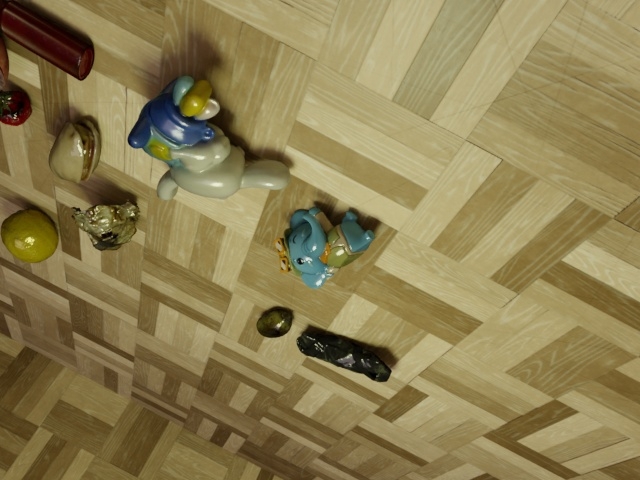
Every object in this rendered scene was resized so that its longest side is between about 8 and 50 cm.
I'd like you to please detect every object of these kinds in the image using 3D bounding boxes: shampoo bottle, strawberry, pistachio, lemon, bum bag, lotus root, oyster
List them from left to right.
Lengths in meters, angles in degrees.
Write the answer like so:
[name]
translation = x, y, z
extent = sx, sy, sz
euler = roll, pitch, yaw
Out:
[strawberry]
translation = -0.831, -0.357, 1.570
extent = 0.106, 0.106, 0.106
euler = 17, 142, 14
[lemon]
translation = -1.007, -0.015, 2.012
extent = 0.180, 0.181, 0.193
euler = 22, 164, 6
[shampoo bottle]
translation = -0.656, -0.476, 1.340
extent = 0.260, 0.064, 0.102
euler = 30, 143, -4
[pistachio]
translation = -0.668, -0.240, 1.581
extent = 0.223, 0.126, 0.152
euler = -34, 77, 49
[oyster]
translation = -0.675, -0.043, 1.799
extent = 0.197, 0.133, 0.337
euler = 11, 164, -22
[lotus root]
translation = -0.153, 0.278, 1.913
extent = 0.089, 0.081, 0.179
euler = 41, 140, -16
[bum bag]
translation = 0.071, 0.367, 1.874
extent = 0.340, 0.095, 0.144
euler = 17, 149, 23

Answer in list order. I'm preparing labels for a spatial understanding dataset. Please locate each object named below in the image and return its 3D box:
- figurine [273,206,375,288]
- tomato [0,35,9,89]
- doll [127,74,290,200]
[figurine]
translation = 0.003, 0.001, 1.463
extent = 0.262, 0.154, 0.180
euler = -33, 105, 30
[tomato]
translation = -0.850, -0.474, 1.423
extent = 0.227, 0.112, 0.199
euler = 25, 150, 2
[doll]
translation = -0.299, -0.229, 1.346
extent = 0.375, 0.187, 0.366
euler = -17, 138, 14
